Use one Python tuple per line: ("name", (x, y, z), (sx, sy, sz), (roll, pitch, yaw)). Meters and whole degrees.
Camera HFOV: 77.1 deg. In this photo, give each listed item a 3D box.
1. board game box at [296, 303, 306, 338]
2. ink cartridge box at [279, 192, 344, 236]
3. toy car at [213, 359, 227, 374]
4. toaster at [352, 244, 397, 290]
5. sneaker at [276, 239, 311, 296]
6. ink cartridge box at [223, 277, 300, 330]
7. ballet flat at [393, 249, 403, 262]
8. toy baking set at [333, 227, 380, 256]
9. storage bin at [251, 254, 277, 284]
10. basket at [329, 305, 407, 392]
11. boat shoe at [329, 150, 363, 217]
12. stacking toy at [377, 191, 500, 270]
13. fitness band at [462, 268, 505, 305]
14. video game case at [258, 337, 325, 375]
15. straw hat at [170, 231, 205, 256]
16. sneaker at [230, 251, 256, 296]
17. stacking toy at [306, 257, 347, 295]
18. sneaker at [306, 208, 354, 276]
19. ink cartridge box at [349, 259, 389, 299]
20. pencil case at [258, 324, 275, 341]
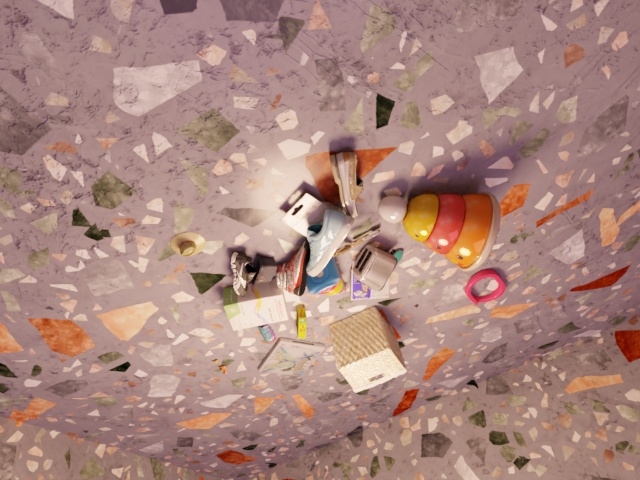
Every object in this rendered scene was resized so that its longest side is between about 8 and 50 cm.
("board game box", (-0.103, 0.434, 2.146), (0.043, 0.092, 0.181), (-4, 133, -9))
("ink cartridge box", (-0.035, -0.102, 1.695), (0.224, 0.056, 0.181), (31, 119, -31))
("toy car", (-0.573, 0.738, 2.342), (0.040, 0.060, 0.122), (-41, 144, -18))
("toaster", (0.257, 0.118, 1.899), (0.146, 0.129, 0.227), (25, 100, -28))
("sneaker", (-0.125, 0.111, 1.837), (0.144, 0.090, 0.270), (17, 103, 24))
("ink cartridge box", (-0.276, 0.306, 1.964), (0.353, 0.119, 0.207), (-11, 133, -3))
("ballet flat", (0.346, 0.111, 1.973), (0.057, 0.052, 0.168), (36, 86, -16))
("toy baking set", (0.165, 0.010, 1.780), (0.196, 0.030, 0.256), (-29, 177, 40))
("storage bin", (-0.258, 0.140, 1.841), (0.091, 0.098, 0.135), (2, 133, -29))
("basket", (0.254, 0.594, 2.232), (0.328, 0.331, 0.266), (-25, 127, 10))
("boat shoe", (0.121, -0.212, 1.586), (0.103, 0.113, 0.302), (-14, 133, 7))
("stacking toy", (0.474, -0.087, 1.719), (0.479, 0.351, 0.351), (15, 130, -2))
("fitness band", (0.932, 0.268, 2.280), (0.209, 0.054, 0.291), (-37, 131, 16))
("video game case", (-0.176, 0.710, 2.425), (0.299, 0.036, 0.329), (16, 127, -26))
("straw hat", (-0.557, 0.035, 1.684), (0.144, 0.061, 0.145), (-7, 134, -8))
("sneaker", (-0.339, 0.161, 1.804), (0.106, 0.078, 0.235), (6, 121, 12))
("stacking toy", (0.056, 0.210, 1.960), (0.175, 0.166, 0.302), (-27, 147, 13))
("sneaker", (0.000, 0.000, 1.697), (0.150, 0.135, 0.366), (30, 126, -3))
("ink cartridge box", (0.248, 0.190, 2.013), (0.206, 0.045, 0.209), (-1, 102, -13))
("pencil case", (-0.291, 0.484, 2.165), (0.070, 0.065, 0.152), (4, 137, 17))
